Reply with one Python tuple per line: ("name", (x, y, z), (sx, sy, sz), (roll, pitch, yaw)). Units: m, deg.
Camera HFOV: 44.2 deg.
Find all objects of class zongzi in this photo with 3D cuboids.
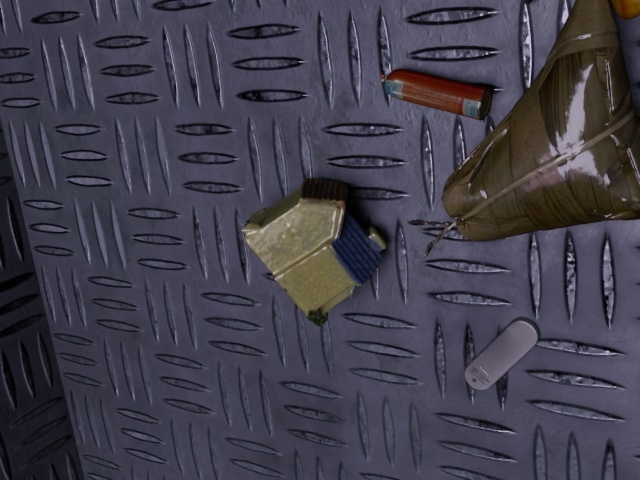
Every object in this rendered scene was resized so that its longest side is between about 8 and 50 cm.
("zongzi", (0.380, -0.237, 1.584), (0.500, 0.218, 0.466), (-12, 100, 34))

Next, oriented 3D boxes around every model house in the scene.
("model house", (0.000, 0.000, 1.955), (0.266, 0.261, 0.321), (-35, 105, 13))

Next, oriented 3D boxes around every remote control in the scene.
("remote control", (0.429, 0.273, 1.875), (0.077, 0.022, 0.245), (45, 127, 14))

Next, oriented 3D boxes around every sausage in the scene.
("sausage", (0.244, -0.329, 1.727), (0.264, 0.083, 0.083), (21, 119, 28))

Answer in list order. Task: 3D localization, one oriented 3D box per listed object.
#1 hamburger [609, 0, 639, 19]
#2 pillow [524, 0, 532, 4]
("hamburger", (0.557, -0.514, 1.351), (0.170, 0.246, 0.246), (-19, 97, 18))
("pillow", (0.385, -0.585, 1.544), (0.208, 0.055, 0.141), (49, 133, 8))
